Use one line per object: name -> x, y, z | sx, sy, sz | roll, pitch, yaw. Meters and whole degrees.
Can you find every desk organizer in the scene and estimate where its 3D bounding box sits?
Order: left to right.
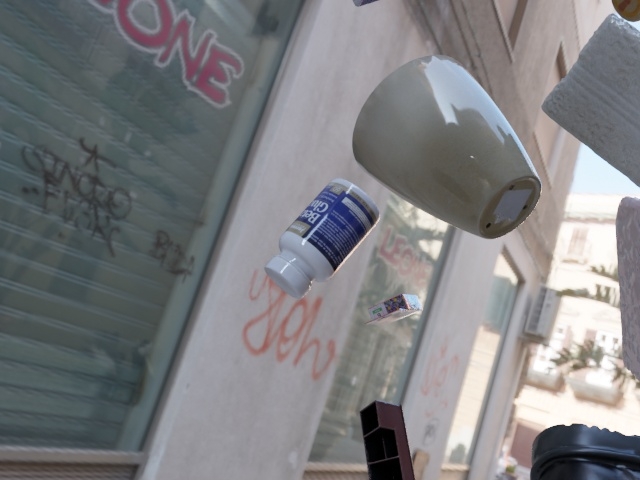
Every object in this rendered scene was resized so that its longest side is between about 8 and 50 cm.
desk organizer -> 0.098, 0.306, 1.015 | 0.050, 0.130, 0.047 | 20, -46, -29

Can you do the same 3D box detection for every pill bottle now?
pill bottle -> 0.000, 0.000, 0.985 | 0.094, 0.169, 0.094 | 36, -18, 14

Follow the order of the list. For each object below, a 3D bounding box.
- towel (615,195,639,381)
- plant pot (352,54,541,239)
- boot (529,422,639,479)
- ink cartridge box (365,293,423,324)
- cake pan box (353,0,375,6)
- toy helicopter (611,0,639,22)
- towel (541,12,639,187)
towel -> 0.543, 0.103, 1.072 | 0.054, 0.316, 0.332 | -7, 10, 5
plant pot -> 0.233, -0.136, 1.163 | 0.256, 0.256, 0.274 | 30, 16, -49
boot -> 0.332, 0.310, 0.569 | 0.348, 0.260, 0.131 | 5, -52, 15
ink cartridge box -> 0.110, 0.106, 1.065 | 0.063, 0.029, 0.115 | -26, -16, 20
cake pan box -> 0.047, -0.382, 0.608 | 0.070, 0.245, 0.267 | -24, -4, -25
toy helicopter -> 0.563, -0.392, 1.028 | 0.235, 0.140, 0.355 | 61, -9, -22
towel -> 0.499, -0.196, 1.056 | 0.049, 0.187, 0.282 | -19, 58, -46
